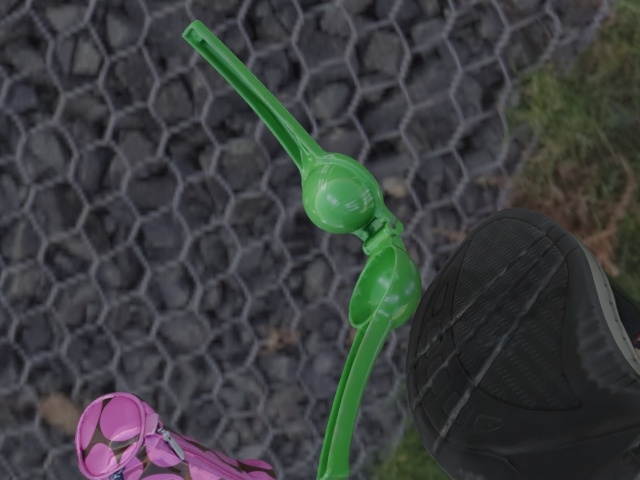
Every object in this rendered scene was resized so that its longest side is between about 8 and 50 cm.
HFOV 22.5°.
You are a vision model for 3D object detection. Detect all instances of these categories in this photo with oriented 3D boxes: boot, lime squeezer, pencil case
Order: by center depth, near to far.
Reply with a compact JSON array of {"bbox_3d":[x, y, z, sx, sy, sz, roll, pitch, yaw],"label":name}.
[{"bbox_3d":[0.213,0.144,0.872,0.284,0.377,0.138,33,99,-27],"label":"boot"},{"bbox_3d":[0.000,0.000,1.001,0.110,0.310,0.059,-10,158,-20],"label":"lime squeezer"},{"bbox_3d":[-0.120,0.208,1.447,0.098,0.095,0.209,-26,143,27],"label":"pencil case"}]
